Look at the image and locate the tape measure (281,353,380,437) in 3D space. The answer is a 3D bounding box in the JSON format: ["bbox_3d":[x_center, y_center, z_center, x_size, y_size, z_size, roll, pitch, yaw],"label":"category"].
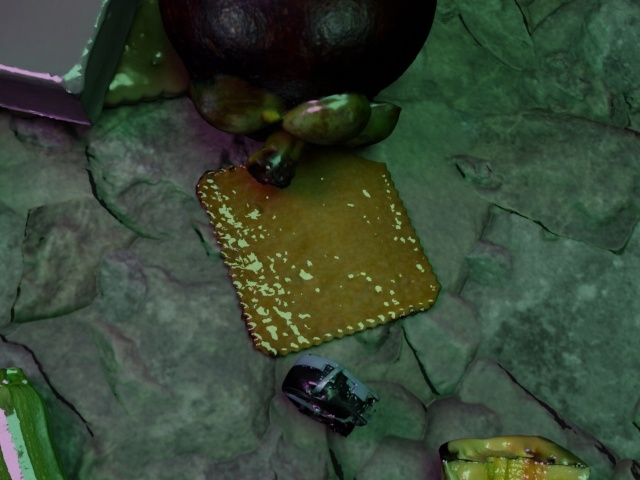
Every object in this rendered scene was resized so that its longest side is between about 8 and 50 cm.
[{"bbox_3d":[0.008,0.158,0.972,0.094,0.091,0.054,35,66,-1],"label":"tape measure"}]

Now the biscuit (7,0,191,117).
[{"bbox_3d":[-0.290,-0.299,1.117,0.217,0.044,0.325,-11,71,-18],"label":"biscuit"}]

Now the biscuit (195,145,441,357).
[{"bbox_3d":[0.000,0.000,1.082,0.236,0.013,0.232,-15,71,-22],"label":"biscuit"}]

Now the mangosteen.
[{"bbox_3d":[-0.018,-0.254,1.033,0.329,0.330,0.330,6,66,-13],"label":"mangosteen"}]

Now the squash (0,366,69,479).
[{"bbox_3d":[-0.269,0.219,0.881,0.077,0.068,0.219,-21,74,-11],"label":"squash"}]

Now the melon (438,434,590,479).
[{"bbox_3d":[0.187,0.265,0.987,0.160,0.079,0.128,6,84,-13],"label":"melon"}]

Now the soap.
[{"bbox_3d":[-0.346,-0.288,1.018,0.296,0.107,0.286,14,71,4],"label":"soap"}]
